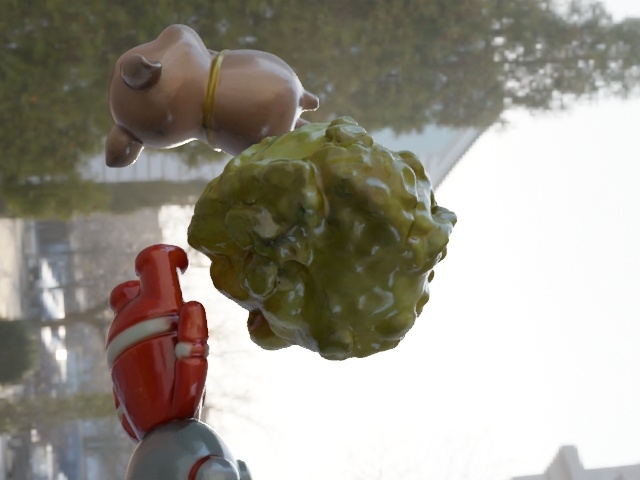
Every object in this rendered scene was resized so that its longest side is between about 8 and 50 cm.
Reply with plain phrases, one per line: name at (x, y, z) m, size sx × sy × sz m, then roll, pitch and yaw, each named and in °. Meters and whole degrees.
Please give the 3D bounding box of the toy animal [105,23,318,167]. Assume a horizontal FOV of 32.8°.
toy animal at (-0.127, -0.165, 1.292) m, size 0.149 × 0.248 × 0.165 m, roll -112°, pitch -151°, yaw -51°

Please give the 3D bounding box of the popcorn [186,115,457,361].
popcorn at (0.000, 0.000, 1.035) m, size 0.266 × 0.233 × 0.192 m, roll -46°, pitch -170°, yaw 37°

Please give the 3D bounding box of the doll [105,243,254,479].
doll at (-0.129, 0.174, 0.984) m, size 0.200 × 0.105 × 0.336 m, roll -46°, pitch -130°, yaw 47°
